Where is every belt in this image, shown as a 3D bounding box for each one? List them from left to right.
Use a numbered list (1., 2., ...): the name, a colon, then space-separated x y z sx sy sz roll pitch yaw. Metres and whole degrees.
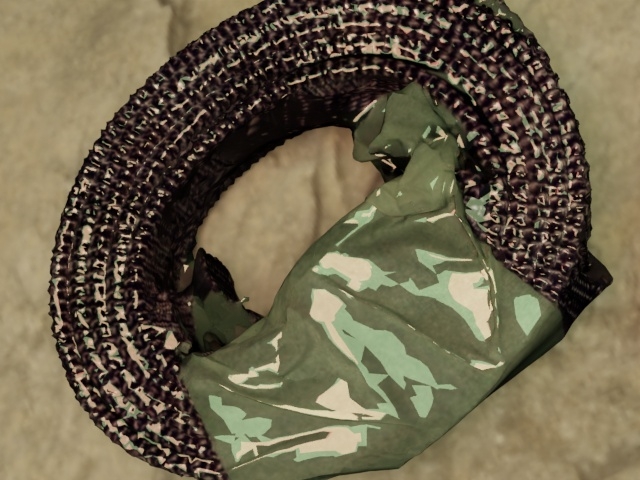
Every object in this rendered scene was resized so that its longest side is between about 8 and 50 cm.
1. belt: 0.000 0.000 0.840 0.325 0.122 0.260 -38 78 -1
